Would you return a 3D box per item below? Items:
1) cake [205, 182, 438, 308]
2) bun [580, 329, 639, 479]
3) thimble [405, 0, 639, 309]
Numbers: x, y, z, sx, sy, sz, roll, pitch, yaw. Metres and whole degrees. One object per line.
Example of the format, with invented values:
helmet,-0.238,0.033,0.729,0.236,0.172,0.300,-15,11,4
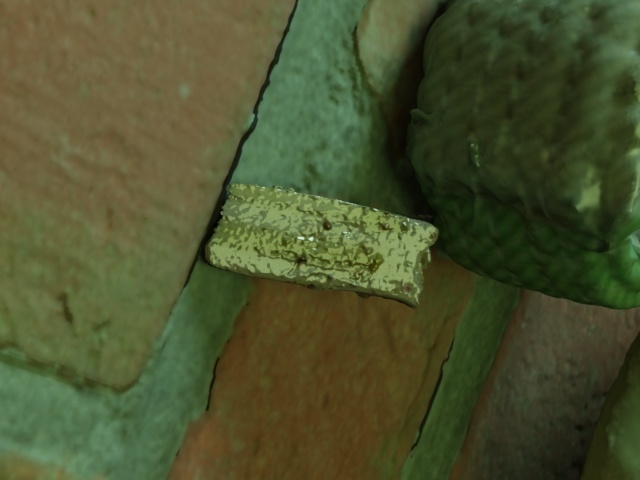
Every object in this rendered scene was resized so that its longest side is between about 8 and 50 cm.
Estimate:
cake,0.000,0.000,0.811,0.121,0.065,0.052,12,91,-44
bun,0.317,0.131,1.040,0.352,0.227,0.349,-32,141,-56
thimble,0.157,-0.069,0.894,0.219,0.150,0.219,-21,118,-45
